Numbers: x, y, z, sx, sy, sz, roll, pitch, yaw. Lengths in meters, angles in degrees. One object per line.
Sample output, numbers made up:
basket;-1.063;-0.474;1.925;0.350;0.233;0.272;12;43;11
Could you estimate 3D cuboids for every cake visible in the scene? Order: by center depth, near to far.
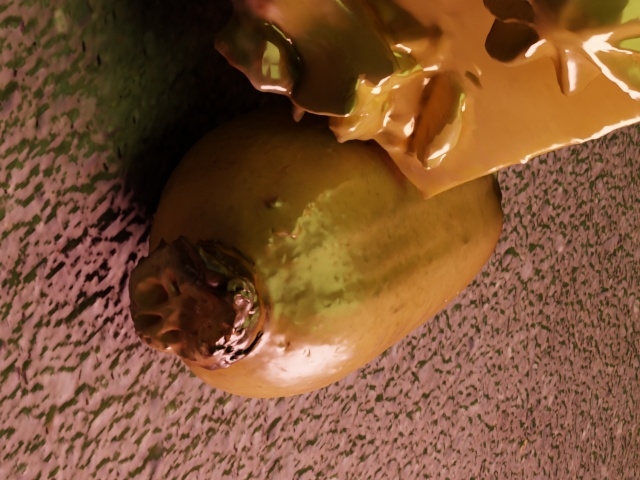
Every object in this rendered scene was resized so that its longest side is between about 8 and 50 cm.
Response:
cake;0.096;-0.163;0.905;0.222;0.227;0.286;58;41;-13

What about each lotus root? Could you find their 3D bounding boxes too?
lotus root;-0.002;-0.002;1.002;0.303;0.131;0.146;-24;102;-55
